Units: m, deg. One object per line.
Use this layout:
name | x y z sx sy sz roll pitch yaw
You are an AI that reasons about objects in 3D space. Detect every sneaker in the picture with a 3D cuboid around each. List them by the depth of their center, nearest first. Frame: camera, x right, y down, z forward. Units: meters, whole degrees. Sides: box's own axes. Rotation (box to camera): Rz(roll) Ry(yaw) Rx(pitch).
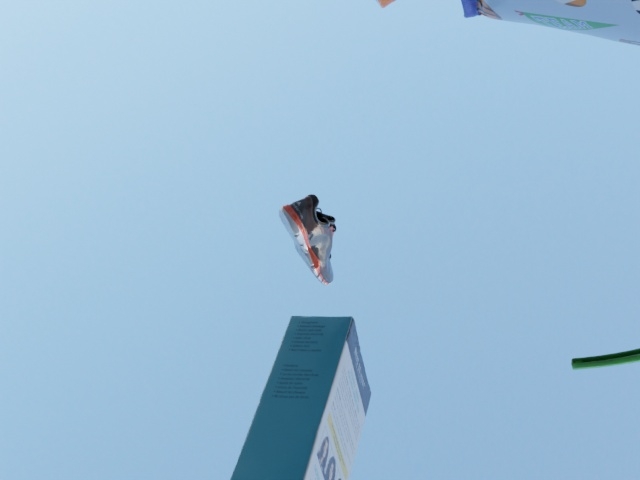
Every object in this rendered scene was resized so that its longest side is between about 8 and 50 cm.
sneaker | 0.000 0.000 1.245 0.065 0.158 0.061 -33 -131 -7

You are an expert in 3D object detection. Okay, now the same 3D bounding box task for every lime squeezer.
lime squeezer | 0.428 0.083 1.037 0.310 0.110 0.059 -47 -156 29

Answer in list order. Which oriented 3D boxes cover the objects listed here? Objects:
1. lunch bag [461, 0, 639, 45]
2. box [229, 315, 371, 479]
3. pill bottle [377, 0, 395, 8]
lunch bag | 0.235 -0.279 0.595 0.328 0.385 0.239 18 -103 22
box | -0.018 0.178 0.746 0.060 0.100 0.244 0 -142 17
pill bottle | 0.170 -0.452 1.400 0.246 0.130 0.130 -33 -132 7
